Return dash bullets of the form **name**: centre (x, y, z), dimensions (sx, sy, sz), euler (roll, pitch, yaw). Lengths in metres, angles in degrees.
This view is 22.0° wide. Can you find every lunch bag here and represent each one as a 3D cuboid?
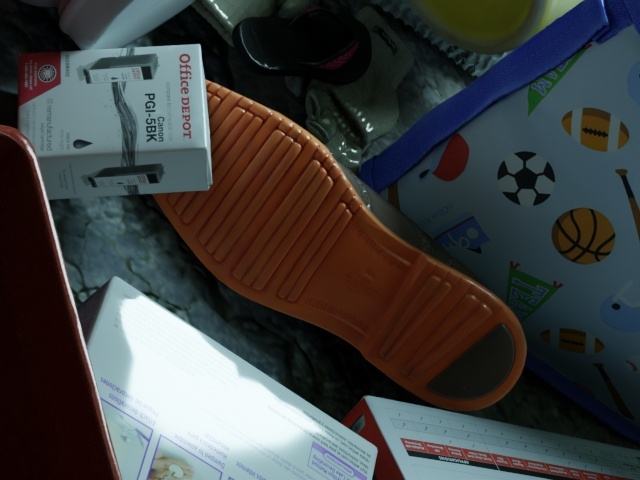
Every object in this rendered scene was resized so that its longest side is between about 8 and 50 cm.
- **lunch bag**: centre (0.274, -0.040, 1.405), dimensions (0.385, 0.328, 0.239), euler (31, 42, -27)

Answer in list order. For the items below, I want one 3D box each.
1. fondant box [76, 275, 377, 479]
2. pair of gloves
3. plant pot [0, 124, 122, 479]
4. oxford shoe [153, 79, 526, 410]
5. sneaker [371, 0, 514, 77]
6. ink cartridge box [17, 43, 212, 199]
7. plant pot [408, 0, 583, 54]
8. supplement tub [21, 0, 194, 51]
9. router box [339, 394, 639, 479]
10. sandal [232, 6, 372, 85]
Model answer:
- **fondant box**: centre (-0.102, 0.220, 1.042), dimensions (0.238, 0.096, 0.330), euler (35, 42, -21)
- **pair of gloves**: centre (-0.021, -0.185, 1.452), dimensions (0.240, 0.042, 0.204), euler (44, 35, -20)
- **plant pot**: centre (-0.289, 0.105, 0.833), dimensions (0.267, 0.235, 0.267), euler (2, 62, -43)
- **oxford shoe**: centre (0.000, 0.000, 1.309), dimensions (0.363, 0.130, 0.133), euler (40, 8, -6)
- **sneaker**: centre (0.100, -0.278, 1.586), dimensions (0.293, 0.102, 0.146), euler (40, 27, -36)
- **ink cartridge box**: centre (-0.149, -0.087, 1.192), dimensions (0.135, 0.056, 0.099), euler (-4, 59, -4)
- **plant pot**: centre (0.193, -0.281, 1.404), dimensions (0.239, 0.254, 0.254), euler (-35, 89, -35)
- **supplement tub**: centre (-0.194, -0.328, 1.229), dimensions (0.331, 0.241, 0.241), euler (52, 40, -1)
- **router box**: centre (0.187, 0.273, 1.223), dimensions (0.335, 0.082, 0.301), euler (16, 33, -37)
- **sandal**: centre (-0.003, -0.167, 1.383), dimensions (0.179, 0.040, 0.067), euler (-11, 71, -54)
